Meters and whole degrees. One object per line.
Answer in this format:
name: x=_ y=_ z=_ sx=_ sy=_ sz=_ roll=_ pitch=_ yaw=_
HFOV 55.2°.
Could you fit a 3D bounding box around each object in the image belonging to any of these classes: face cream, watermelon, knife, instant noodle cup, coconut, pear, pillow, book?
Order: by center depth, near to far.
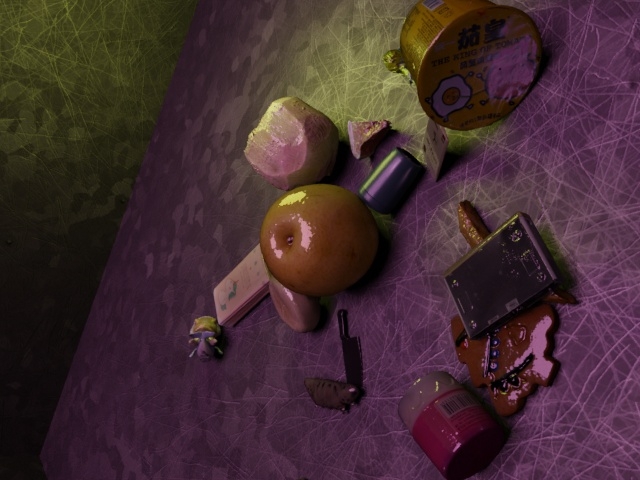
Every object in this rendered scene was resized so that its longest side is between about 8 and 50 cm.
face cream: x=0.300 y=0.428 z=1.423 sx=0.175 sy=0.175 sz=0.195 roll=-60 pitch=41 yaw=17
instant noodle cup: x=0.356 y=-0.480 z=1.559 sx=0.325 sy=0.325 sz=0.254 roll=-52 pitch=35 yaw=25
book: x=0.311 y=-0.260 z=1.668 sx=0.182 sy=0.014 sz=0.127 roll=92 pitch=167 yaw=-59
pear: x=0.000 y=0.000 z=1.803 sx=0.348 sy=0.348 sz=0.348 roll=-19 pitch=65 yaw=45
pillow: x=0.030 y=0.464 z=1.827 sx=0.241 sy=0.051 sz=0.093 roll=-5 pitch=82 yaw=48
knife: x=0.091 y=0.319 z=1.831 sx=0.072 sy=0.019 sz=0.245 roll=-27 pitch=62 yaw=40
watermelon: x=0.156 y=-0.344 z=1.906 sx=0.158 sy=0.098 sz=0.121 roll=-50 pitch=60 yaw=33
coconut: x=-0.074 y=-0.306 z=2.017 sx=0.254 sy=0.297 sz=0.297 roll=45 pitch=116 yaw=16

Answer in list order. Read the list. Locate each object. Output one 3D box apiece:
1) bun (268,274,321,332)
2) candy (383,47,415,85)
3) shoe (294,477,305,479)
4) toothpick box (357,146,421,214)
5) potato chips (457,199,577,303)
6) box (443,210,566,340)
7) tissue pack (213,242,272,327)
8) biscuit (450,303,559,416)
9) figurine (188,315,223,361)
bun: x=-0.071 y=0.186 z=1.962 sx=0.222 sy=0.127 sz=0.222 roll=48 pitch=153 yaw=35
candy: x=0.273 y=-0.491 z=1.842 sx=0.077 sy=0.073 sz=0.262 roll=-33 pitch=57 yaw=6
shoe: x=-0.114 y=0.792 z=1.873 sx=0.194 sy=0.077 sz=0.074 roll=-47 pitch=47 yaw=31
toothpick box: x=0.205 y=-0.176 z=1.773 sx=0.184 sy=0.120 sz=0.120 roll=-51 pitch=45 yaw=21
potato chips: x=0.442 y=0.041 z=1.470 sx=0.407 sy=0.057 sz=0.080 roll=54 pitch=125 yaw=44
box: x=0.412 y=0.090 z=1.413 sx=0.270 sy=0.045 sz=0.211 roll=-45 pitch=49 yaw=39
tissue pack: x=-0.279 y=0.170 z=2.268 sx=0.325 sy=0.071 sz=0.170 roll=-42 pitch=47 yaw=32
biscuit: x=0.416 y=0.255 z=1.444 sx=0.301 sy=0.043 sz=0.278 roll=21 pitch=95 yaw=50
figurine: x=-0.441 y=0.372 z=2.338 sx=0.208 sy=0.128 sz=0.184 roll=101 pitch=164 yaw=-66
